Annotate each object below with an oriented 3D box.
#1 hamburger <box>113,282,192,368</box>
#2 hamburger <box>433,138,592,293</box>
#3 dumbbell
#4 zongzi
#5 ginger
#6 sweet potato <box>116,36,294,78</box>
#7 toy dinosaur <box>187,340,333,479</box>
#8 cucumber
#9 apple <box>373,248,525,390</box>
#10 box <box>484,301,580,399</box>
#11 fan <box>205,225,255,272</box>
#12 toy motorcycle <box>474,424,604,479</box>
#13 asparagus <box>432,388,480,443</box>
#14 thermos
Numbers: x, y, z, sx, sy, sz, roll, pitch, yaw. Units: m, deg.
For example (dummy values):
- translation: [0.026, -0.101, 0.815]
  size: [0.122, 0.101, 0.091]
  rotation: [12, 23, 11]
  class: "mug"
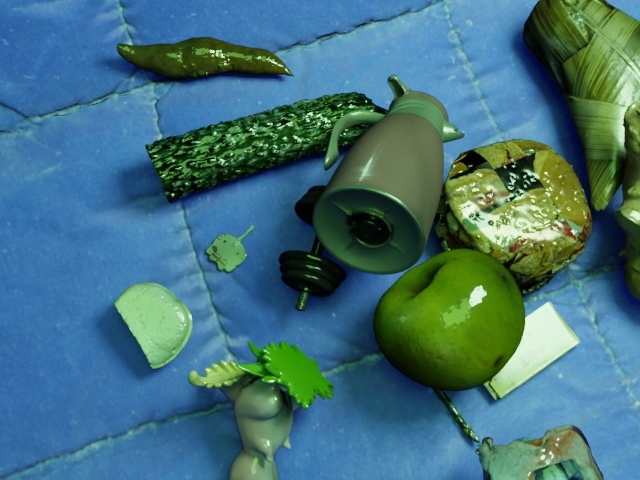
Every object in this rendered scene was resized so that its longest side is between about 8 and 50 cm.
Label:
- translation: [-0.224, 0.110, 1.118]
  size: [0.084, 0.054, 0.121]
  rotation: [-29, 76, -14]
  class: "hamburger"
- translation: [0.273, -0.037, 1.146]
  size: [0.231, 0.106, 0.230]
  rotation: [2, 64, -4]
  class: "hamburger"
- translation: [0.000, 0.000, 1.130]
  size: [0.099, 0.099, 0.208]
  rotation: [15, 71, 5]
  class: "dumbbell"
- translation: [0.386, -0.212, 1.192]
  size: [0.286, 0.134, 0.288]
  rotation: [37, 74, 14]
  class: "zongzi"
- translation: [0.475, -0.061, 1.089]
  size: [0.219, 0.270, 0.123]
  rotation: [-31, 33, -28]
  class: "ginger"
- translation: [-0.176, -0.281, 1.252]
  size: [0.274, 0.067, 0.067]
  rotation: [3, 70, -1]
  class: "sweet potato"
- translation: [-0.076, 0.227, 1.056]
  size: [0.177, 0.152, 0.194]
  rotation: [-45, 82, 15]
  class: "toy dinosaur"
- translation: [-0.069, -0.151, 1.188]
  size: [0.360, 0.096, 0.096]
  rotation: [-19, 71, -7]
  class: "cucumber"
- translation: [0.170, 0.105, 1.049]
  size: [0.196, 0.196, 0.157]
  rotation: [-48, 109, -15]
  class: "apple"
- translation: [0.279, 0.153, 1.119]
  size: [0.149, 0.020, 0.073]
  rotation: [-31, 74, -11]
  class: "box"
- translation: [-0.125, 0.007, 1.178]
  size: [0.083, 0.004, 0.056]
  rotation: [-43, 76, -15]
  class: "fan"
- translation: [0.255, 0.387, 0.947]
  size: [0.241, 0.182, 0.319]
  rotation: [4, 67, -28]
  class: "toy motorcycle"
- translation: [0.162, 0.210, 1.102]
  size: [0.016, 0.016, 0.163]
  rotation: [-28, 71, -37]
  class: "asparagus"
- translation: [0.087, -0.100, 1.085]
  size: [0.177, 0.145, 0.265]
  rotation: [15, 47, 10]
  class: "thermos"
